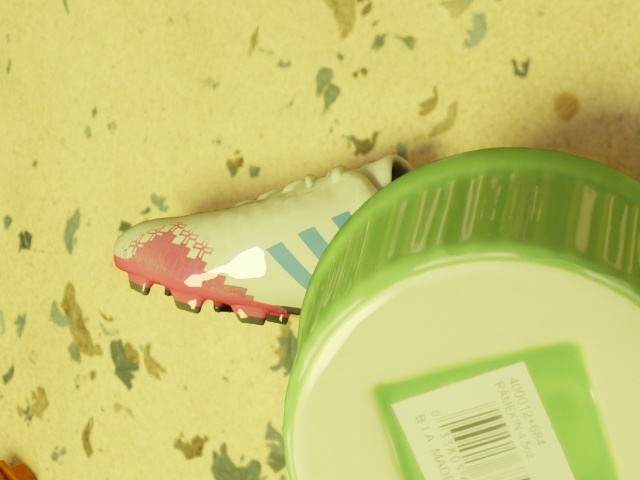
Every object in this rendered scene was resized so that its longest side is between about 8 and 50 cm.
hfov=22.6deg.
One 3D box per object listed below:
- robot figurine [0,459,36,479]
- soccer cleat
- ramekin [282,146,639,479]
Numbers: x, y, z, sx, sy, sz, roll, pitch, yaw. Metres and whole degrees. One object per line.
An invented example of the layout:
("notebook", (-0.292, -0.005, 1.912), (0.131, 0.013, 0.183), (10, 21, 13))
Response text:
("robot figurine", (-0.312, 0.350, 1.421), (0.211, 0.085, 0.291), (42, 113, 25))
("soccer cleat", (0.000, 0.000, 1.189), (0.331, 0.116, 0.143), (11, 91, 27))
("ramekin", (0.121, 0.106, 1.011), (0.303, 0.148, 0.303), (4, 111, 10))
